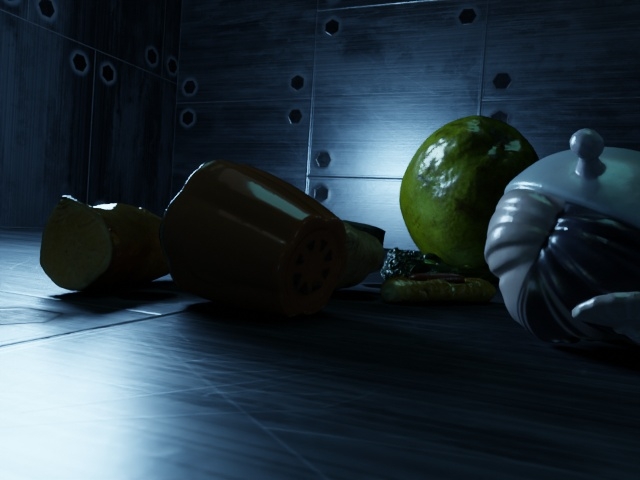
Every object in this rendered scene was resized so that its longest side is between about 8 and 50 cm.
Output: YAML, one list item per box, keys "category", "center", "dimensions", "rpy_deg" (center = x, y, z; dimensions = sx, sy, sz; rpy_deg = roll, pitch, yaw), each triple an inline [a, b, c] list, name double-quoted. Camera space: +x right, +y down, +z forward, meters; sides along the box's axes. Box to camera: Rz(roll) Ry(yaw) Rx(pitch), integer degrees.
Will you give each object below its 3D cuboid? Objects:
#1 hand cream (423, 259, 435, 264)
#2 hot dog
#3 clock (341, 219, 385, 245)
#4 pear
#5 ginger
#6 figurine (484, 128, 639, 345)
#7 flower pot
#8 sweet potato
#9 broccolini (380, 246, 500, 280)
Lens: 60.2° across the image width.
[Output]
- category: "hand cream"
  center: [0.247, 0.065, 1.359]
  dimensions: [0.095, 0.045, 0.175]
  rpy_deg: [9, 2, -14]
- category: "hot dog"
  center: [0.193, 0.075, 0.872]
  dimensions: [0.216, 0.047, 0.066]
  rpy_deg: [3, 5, -27]
- category: "clock"
  center: [0.000, 0.000, 1.640]
  dimensions: [0.387, 0.076, 0.386]
  rpy_deg: [5, -8, 1]
- category: "pear"
  center: [0.367, -0.100, 1.329]
  dimensions: [0.352, 0.351, 0.413]
  rpy_deg: [4, -37, -5]
- category: "ginger"
  center: [-0.054, 0.019, 0.881]
  dimensions: [0.354, 0.126, 0.190]
  rpy_deg: [0, -11, -19]
- category: "figurine"
  center: [0.342, 0.009, 0.636]
  dimensions: [0.361, 0.210, 0.253]
  rpy_deg: [4, 1, -37]
- category: "flower pot"
  center: [-0.068, 0.005, 0.678]
  dimensions: [0.173, 0.190, 0.191]
  rpy_deg: [18, 10, 36]
- category: "sweet potato"
  center: [-0.295, 0.006, 0.861]
  dimensions: [0.131, 0.131, 0.337]
  rpy_deg: [4, 1, 9]
- category: "broccolini"
  center: [0.321, 0.073, 1.197]
  dimensions: [0.392, 0.074, 0.078]
  rpy_deg: [5, -40, -13]
